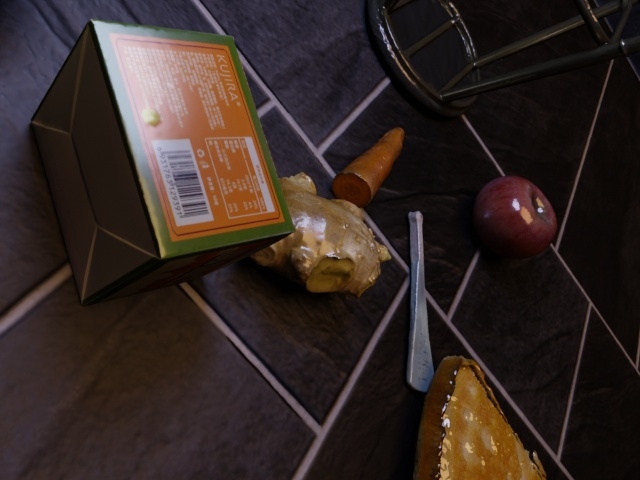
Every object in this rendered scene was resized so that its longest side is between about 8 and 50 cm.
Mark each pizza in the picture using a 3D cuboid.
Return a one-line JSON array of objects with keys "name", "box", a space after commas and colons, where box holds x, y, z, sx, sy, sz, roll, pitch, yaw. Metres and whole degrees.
[{"name": "pizza", "box": [0.222, 0.289, 0.763, 0.288, 0.074, 0.251, 14, 66, -40]}]

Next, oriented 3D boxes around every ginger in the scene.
[{"name": "ginger", "box": [0.000, 0.000, 0.666, 0.216, 0.102, 0.157, 18, 35, -30]}]

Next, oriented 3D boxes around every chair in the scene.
[{"name": "chair", "box": [0.322, -0.434, 0.912, 0.362, 0.410, 0.364, 54, 46, -13]}]

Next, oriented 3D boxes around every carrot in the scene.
[{"name": "carrot", "box": [0.089, -0.125, 0.832, 0.061, 0.061, 0.209, 53, 43, -13]}]

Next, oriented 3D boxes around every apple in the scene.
[{"name": "apple", "box": [0.342, -0.040, 0.976, 0.153, 0.120, 0.153, 21, 55, -32]}]

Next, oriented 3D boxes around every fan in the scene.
[{"name": "fan", "box": [0.149, 0.085, 0.821, 0.057, 0.023, 0.281, 21, 62, -33]}]

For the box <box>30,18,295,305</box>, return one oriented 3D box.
[{"name": "box", "box": [-0.148, -0.063, 0.505, 0.148, 0.178, 0.194, -14, 82, -43]}]
